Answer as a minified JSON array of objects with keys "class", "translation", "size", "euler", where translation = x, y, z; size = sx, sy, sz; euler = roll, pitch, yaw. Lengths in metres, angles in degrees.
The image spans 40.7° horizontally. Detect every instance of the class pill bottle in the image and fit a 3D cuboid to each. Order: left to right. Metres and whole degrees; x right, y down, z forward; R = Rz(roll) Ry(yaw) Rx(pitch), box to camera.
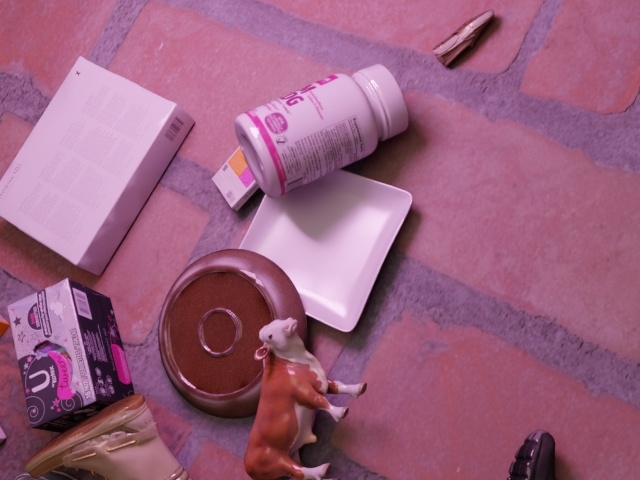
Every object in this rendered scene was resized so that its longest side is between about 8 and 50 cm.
[{"class":"pill bottle","translation":[0.003,-0.203,1.552],"size":[0.283,0.160,0.160],"euler":[-25,65,-12]}]

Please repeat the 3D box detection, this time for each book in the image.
[{"class":"book","translation":[-0.138,-0.140,1.665],"size":[0.144,0.035,0.096],"euler":[-45,49,11]}]

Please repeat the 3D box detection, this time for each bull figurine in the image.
[{"class":"bull figurine","translation":[-0.039,0.281,1.450],"size":[0.188,0.101,0.310],"euler":[20,107,24]}]

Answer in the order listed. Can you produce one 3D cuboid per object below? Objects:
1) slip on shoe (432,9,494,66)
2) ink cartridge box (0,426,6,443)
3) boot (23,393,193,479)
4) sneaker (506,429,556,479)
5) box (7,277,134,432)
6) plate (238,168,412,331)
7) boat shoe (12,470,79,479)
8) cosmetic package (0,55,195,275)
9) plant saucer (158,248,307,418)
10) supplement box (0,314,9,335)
[{"class":"slip on shoe","translation":[0.273,-0.379,1.613],"size":[0.135,0.051,0.041],"euler":[-38,105,-4]},{"class":"ink cartridge box","translation":[-0.764,0.361,1.645],"size":[0.168,0.233,0.171],"euler":[-43,65,5]},{"class":"boot","translation":[-0.374,0.410,1.527],"size":[0.262,0.095,0.203],"euler":[-29,99,10]},{"class":"sneaker","translation":[0.336,0.428,1.324],"size":[0.106,0.101,0.267],"euler":[13,77,0]},{"class":"box","translation":[-0.467,0.222,1.619],"size":[0.142,0.163,0.247],"euler":[-25,67,9]},{"class":"plate","translation":[0.000,0.000,1.588],"size":[0.278,0.045,0.277],"euler":[21,81,25]},{"class":"boat shoe","translation":[-0.459,0.511,1.562],"size":[0.319,0.099,0.116],"euler":[29,85,25]},{"class":"cosmetic package","translation":[-0.475,-0.158,1.779],"size":[0.284,0.097,0.377],"euler":[29,85,23]},{"class":"plant saucer","translation":[-0.174,0.167,1.567],"size":[0.311,0.050,0.310],"euler":[-3,83,24]},{"class":"supplement box","translation":[-0.701,0.167,1.790],"size":[0.098,0.036,0.062],"euler":[35,87,26]}]
